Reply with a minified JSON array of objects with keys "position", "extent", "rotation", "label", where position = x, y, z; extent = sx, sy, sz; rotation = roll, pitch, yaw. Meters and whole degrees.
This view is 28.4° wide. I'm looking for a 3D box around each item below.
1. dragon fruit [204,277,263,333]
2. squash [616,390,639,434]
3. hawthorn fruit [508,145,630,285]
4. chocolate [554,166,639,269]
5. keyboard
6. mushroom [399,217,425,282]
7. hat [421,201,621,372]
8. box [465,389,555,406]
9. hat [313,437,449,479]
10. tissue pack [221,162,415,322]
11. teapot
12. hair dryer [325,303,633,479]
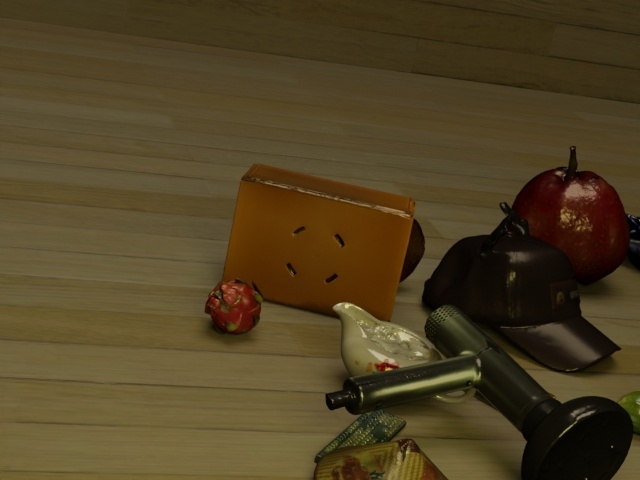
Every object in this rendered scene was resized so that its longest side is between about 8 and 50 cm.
[{"position":[-0.124,0.098,1.857],"extent":[0.081,0.086,0.116],"rotation":[57,-3,16],"label":"dragon fruit"},{"position":[0.532,0.263,1.798],"extent":[0.229,0.066,0.066],"rotation":[14,20,2],"label":"squash"},{"position":[0.457,-0.046,2.329],"extent":[0.230,0.266,0.210],"rotation":[16,38,22],"label":"hawthorn fruit"},{"position":[0.600,-0.033,2.592],"extent":[0.343,0.126,0.148],"rotation":[34,-12,40],"label":"chocolate"},{"position":[0.054,0.255,1.620],"extent":[0.055,0.014,0.176],"rotation":[23,22,20],"label":"keyboard"},{"position":[0.059,-0.002,2.211],"extent":[0.227,0.148,0.217],"rotation":[21,1,-3],"label":"mushroom"},{"position":[0.347,0.057,2.050],"extent":[0.336,0.209,0.238],"rotation":[24,20,28],"label":"hat"},{"position":[0.263,0.215,1.836],"extent":[0.090,0.023,0.133],"rotation":[-6,26,-45],"label":"box"},{"position":[0.093,0.268,1.486],"extent":[0.193,0.082,0.193],"rotation":[13,21,-5],"label":"hat"},{"position":[0.000,0.000,2.023],"extent":[0.274,0.194,0.145],"rotation":[13,20,3],"label":"tissue pack"},{"position":[0.107,0.171,1.759],"extent":[0.226,0.092,0.145],"rotation":[23,25,6],"label":"teapot"},{"position":[0.177,0.227,1.594],"extent":[0.284,0.156,0.320],"rotation":[-29,43,-27],"label":"hair dryer"}]
